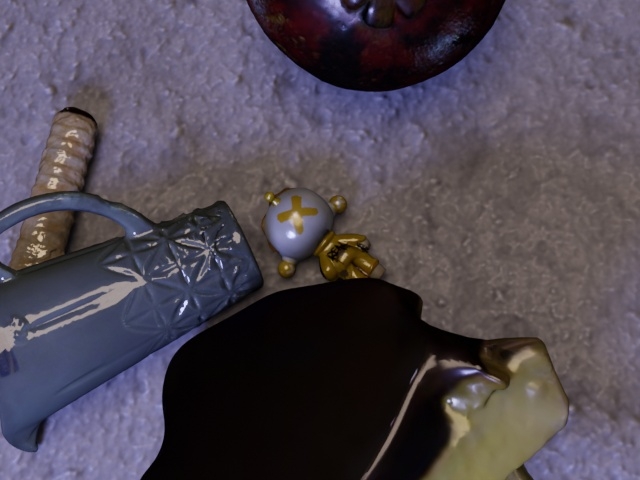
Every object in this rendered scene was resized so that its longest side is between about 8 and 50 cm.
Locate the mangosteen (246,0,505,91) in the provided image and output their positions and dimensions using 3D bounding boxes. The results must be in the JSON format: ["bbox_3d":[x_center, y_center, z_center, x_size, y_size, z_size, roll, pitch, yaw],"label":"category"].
[{"bbox_3d":[0.056,-0.307,1.176,0.311,0.311,0.311,-2,71,6],"label":"mangosteen"}]

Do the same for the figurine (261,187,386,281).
[{"bbox_3d":[-0.002,0.005,1.183,0.101,0.068,0.143,-28,83,-8],"label":"figurine"}]

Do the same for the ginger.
[{"bbox_3d":[0.026,0.228,1.031,0.413,0.211,0.358,-4,59,45],"label":"ginger"}]

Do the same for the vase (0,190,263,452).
[{"bbox_3d":[-0.217,0.055,1.146,0.301,0.156,0.251,-25,112,-8],"label":"vase"}]

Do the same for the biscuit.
[{"bbox_3d":[-0.292,-0.045,1.239,0.061,0.055,0.219,13,73,0],"label":"biscuit"}]
